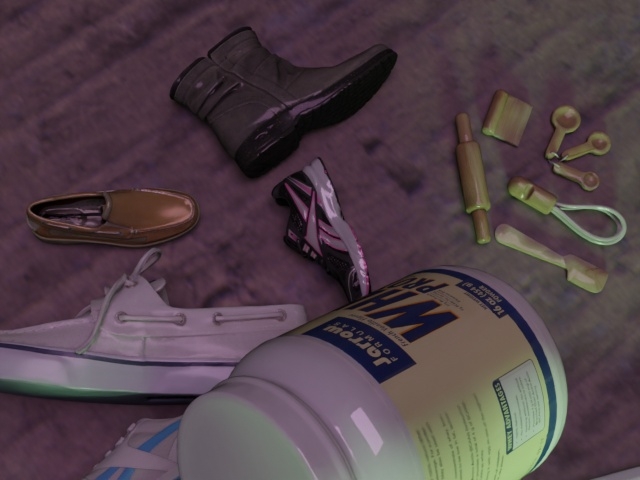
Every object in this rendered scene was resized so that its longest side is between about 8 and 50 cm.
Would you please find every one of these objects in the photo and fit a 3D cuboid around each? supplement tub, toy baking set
[{"bbox_3d":[0.053,0.174,0.971,0.325,0.235,0.235,-22,75,-42],"label":"supplement tub"},{"bbox_3d":[0.261,-0.064,1.226,0.197,0.030,0.256,-1,73,-6],"label":"toy baking set"}]

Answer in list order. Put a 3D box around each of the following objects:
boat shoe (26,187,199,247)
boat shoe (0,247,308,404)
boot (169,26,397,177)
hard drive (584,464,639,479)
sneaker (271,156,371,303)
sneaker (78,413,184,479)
[{"bbox_3d":[-0.229,-0.029,1.147,0.190,0.072,0.068,-7,74,-8],"label":"boat shoe"},{"bbox_3d":[-0.187,0.088,1.085,0.367,0.136,0.156,2,73,-8],"label":"boat shoe"},{"bbox_3d":[-0.043,-0.199,1.216,0.247,0.083,0.161,-35,74,-16],"label":"boot"},{"bbox_3d":[0.410,0.334,1.117,0.308,0.040,0.203,-13,75,-10],"label":"hard drive"},{"bbox_3d":[0.000,0.000,1.172,0.077,0.072,0.178,-24,69,0],"label":"sneaker"},{"bbox_3d":[-0.188,0.243,1.057,0.229,0.087,0.092,-25,47,7],"label":"sneaker"}]
